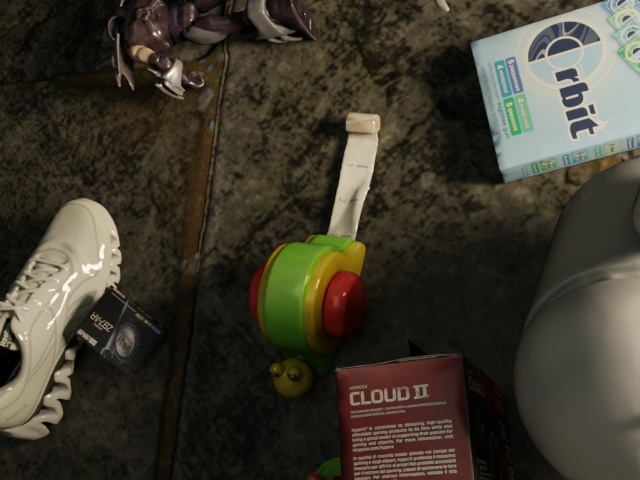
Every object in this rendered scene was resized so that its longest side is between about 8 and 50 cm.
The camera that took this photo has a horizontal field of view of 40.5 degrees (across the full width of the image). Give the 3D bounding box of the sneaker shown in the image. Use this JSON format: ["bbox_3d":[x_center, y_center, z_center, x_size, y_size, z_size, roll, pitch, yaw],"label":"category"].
[{"bbox_3d":[-0.321,0.081,1.000,0.110,0.118,0.292,9,74,25],"label":"sneaker"}]

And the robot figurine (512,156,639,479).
[{"bbox_3d":[0.267,0.067,0.681,0.200,0.299,0.353,3,34,25],"label":"robot figurine"}]

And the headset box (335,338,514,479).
[{"bbox_3d":[0.101,0.231,0.728,0.110,0.218,0.293,-9,70,18],"label":"headset box"}]

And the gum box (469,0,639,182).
[{"bbox_3d":[0.262,-0.159,0.899,0.185,0.041,0.156,-15,67,16],"label":"gum box"}]

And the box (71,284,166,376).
[{"bbox_3d":[-0.227,0.102,0.984,0.083,0.018,0.067,42,89,-11],"label":"box"}]

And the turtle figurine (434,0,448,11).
[{"bbox_3d":[0.102,-0.459,0.979,0.266,0.198,0.274,33,82,31],"label":"turtle figurine"}]

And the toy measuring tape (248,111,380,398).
[{"bbox_3d":[0.000,0.000,0.905,0.121,0.121,0.330,8,75,23],"label":"toy measuring tape"}]

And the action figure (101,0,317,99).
[{"bbox_3d":[-0.154,-0.272,1.072,0.285,0.099,0.185,-10,76,22],"label":"action figure"}]

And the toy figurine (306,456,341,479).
[{"bbox_3d":[-0.023,0.275,0.794,0.130,0.159,0.173,22,80,26],"label":"toy figurine"}]
